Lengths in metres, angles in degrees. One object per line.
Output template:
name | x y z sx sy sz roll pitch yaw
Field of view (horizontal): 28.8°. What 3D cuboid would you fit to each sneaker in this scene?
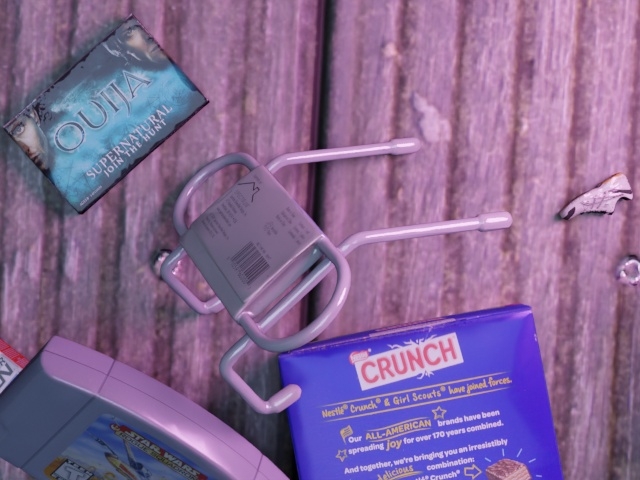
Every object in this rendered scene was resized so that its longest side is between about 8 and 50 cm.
sneaker | 0.300 -0.040 1.348 0.083 0.032 0.037 -30 90 -1

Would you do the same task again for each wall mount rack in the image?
wall mount rack | 0.000 0.000 1.237 0.304 0.350 0.130 -42 125 0

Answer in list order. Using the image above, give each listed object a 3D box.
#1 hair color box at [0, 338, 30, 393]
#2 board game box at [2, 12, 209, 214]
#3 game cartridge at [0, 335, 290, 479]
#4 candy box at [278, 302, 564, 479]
hair color box | -0.376 0.139 1.320 0.167 0.053 0.093 38 90 0
board game box | -0.230 -0.135 1.338 0.186 0.026 0.126 -42 91 -1
game cartridge | -0.179 0.218 1.242 0.297 0.198 0.062 35 48 -13
candy box | 0.114 0.243 1.298 0.268 0.122 0.317 -10 91 0
